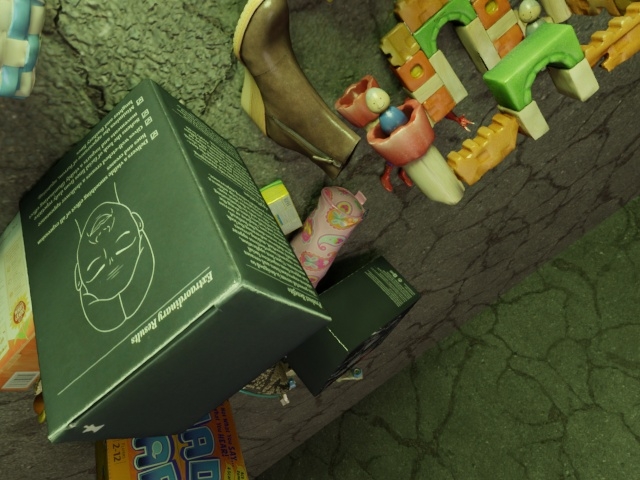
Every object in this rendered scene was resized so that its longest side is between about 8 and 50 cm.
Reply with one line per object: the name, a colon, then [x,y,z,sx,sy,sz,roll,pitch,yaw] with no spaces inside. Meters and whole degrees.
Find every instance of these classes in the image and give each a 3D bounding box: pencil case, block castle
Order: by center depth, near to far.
block castle: [0.244,-0.298,0.660,0.453,0.303,0.213,-40,119,11]
pencil case: [0.000,0.000,1.042,0.124,0.124,0.284,1,134,-40]

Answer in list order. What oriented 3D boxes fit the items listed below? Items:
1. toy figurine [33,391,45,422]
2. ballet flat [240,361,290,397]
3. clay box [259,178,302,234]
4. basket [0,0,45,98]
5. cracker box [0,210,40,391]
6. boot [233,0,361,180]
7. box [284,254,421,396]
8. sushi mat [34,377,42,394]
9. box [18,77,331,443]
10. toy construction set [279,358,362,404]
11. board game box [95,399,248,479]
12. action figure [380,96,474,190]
toy figurine: [-0.486,0.202,0.823,0.148,0.209,0.213,-7,140,-50]
ballet flat: [-0.253,0.274,1.092,0.483,0.164,0.181,21,102,-29]
clay box: [-0.158,-0.028,0.933,0.222,0.053,0.127,-28,148,-4]
basket: [-0.383,-0.210,0.316,0.289,0.255,0.201,-3,132,-52]
cracker box: [-0.457,0.089,0.674,0.156,0.232,0.067,-42,147,17]
boot: [-0.021,-0.210,0.627,0.090,0.207,0.248,-50,174,-24]
box: [0.082,0.261,1.318,0.313,0.179,0.343,-28,156,-34]
sushi mat: [-0.543,0.328,1.128,0.317,0.019,0.151,4,134,-43]
box: [-0.224,0.023,0.628,0.294,0.395,0.212,-38,147,11]
toy construction set: [-0.035,0.444,1.522,0.328,0.215,0.151,-17,144,-22]
board game box: [-0.472,0.696,1.339,0.357,0.356,0.356,1,136,-32]
action figure: [0.220,-0.204,0.939,0.092,0.139,0.280,-18,143,-22]
